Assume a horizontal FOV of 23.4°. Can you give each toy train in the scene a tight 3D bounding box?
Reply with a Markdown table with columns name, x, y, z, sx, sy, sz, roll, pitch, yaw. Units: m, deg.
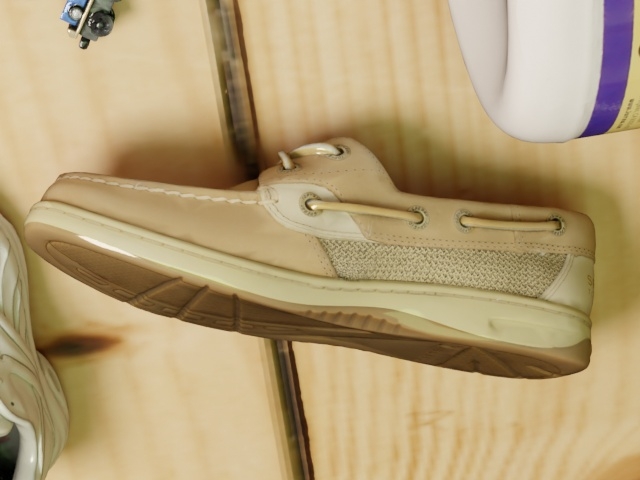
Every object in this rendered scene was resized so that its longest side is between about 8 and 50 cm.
| name | x | y | z | sx | sy | sz | roll | pitch | yaw |
| --- | --- | --- | --- | --- | --- | --- | --- | --- | --- |
| toy train | -0.108 | -0.178 | 0.842 | 0.036 | 0.027 | 0.158 | 21 | 111 | -13 |

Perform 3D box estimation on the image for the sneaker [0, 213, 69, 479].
| name | x | y | z | sx | sy | sz | roll | pitch | yaw |
| --- | --- | --- | --- | --- | --- | --- | --- | --- | --- |
| sneaker | -0.205 | 0.065 | 0.896 | 0.090 | 0.115 | 0.232 | -20 | 116 | 2 |

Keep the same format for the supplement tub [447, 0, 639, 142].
| name | x | y | z | sx | sy | sz | roll | pitch | yaw |
| --- | --- | --- | --- | --- | --- | --- | --- | --- | --- |
| supplement tub | 0.232 | -0.189 | 0.765 | 0.331 | 0.241 | 0.241 | -10 | 116 | -3 |

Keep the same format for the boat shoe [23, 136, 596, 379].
| name | x | y | z | sx | sy | sz | roll | pitch | yaw |
| --- | --- | --- | --- | --- | --- | --- | --- | --- | --- |
| boat shoe | 0.000 | 0.000 | 0.907 | 0.341 | 0.121 | 0.110 | 13 | 76 | -16 |
